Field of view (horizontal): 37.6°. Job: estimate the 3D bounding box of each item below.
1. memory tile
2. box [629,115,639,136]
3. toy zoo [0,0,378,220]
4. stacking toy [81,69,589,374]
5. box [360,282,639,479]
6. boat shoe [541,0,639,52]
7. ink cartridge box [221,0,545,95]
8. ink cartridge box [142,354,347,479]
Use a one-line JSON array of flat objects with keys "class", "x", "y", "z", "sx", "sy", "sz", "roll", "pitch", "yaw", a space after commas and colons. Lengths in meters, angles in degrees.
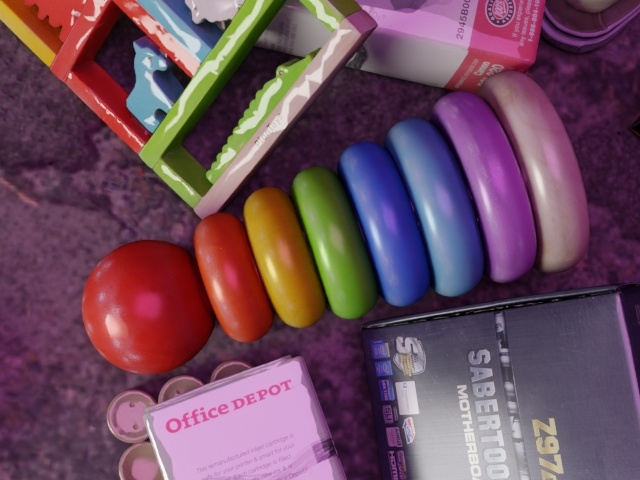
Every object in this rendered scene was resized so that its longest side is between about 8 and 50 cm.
[{"class": "memory tile", "x": -0.079, "y": 0.164, "z": 0.653, "sx": 0.113, "sy": 0.012, "sz": 0.148, "roll": -17, "pitch": 85, "yaw": -7}, {"class": "box", "x": 0.432, "y": -0.139, "z": 0.702, "sx": 0.257, "sy": 0.079, "sz": 0.322, "roll": 36, "pitch": 82, "yaw": 2}, {"class": "toy zoo", "x": -0.125, "y": -0.174, "z": 0.618, "sx": 0.293, "sy": 0.030, "sz": 0.192, "roll": 44, "pitch": 126, "yaw": 2}, {"class": "stacking toy", "x": 0.000, "y": 0.000, "z": 0.630, "sx": 0.330, "sy": 0.141, "sz": 0.141, "roll": -18, "pitch": 85, "yaw": -1}, {"class": "box", "x": 0.130, "y": 0.153, "z": 0.599, "sx": 0.183, "sy": 0.059, "sz": 0.233, "roll": -11, "pitch": 84, "yaw": 33}, {"class": "boat shoe", "x": 0.276, "y": -0.261, "z": 0.693, "sx": 0.109, "sy": 0.094, "sz": 0.302, "roll": 40, "pitch": 82, "yaw": 1}, {"class": "ink cartridge box", "x": 0.050, "y": -0.206, "z": 0.669, "sx": 0.218, "sy": 0.092, "sz": 0.158, "roll": 12, "pitch": 82, "yaw": -1}, {"class": "ink cartridge box", "x": -0.040, "y": 0.162, "z": 0.617, "sx": 0.109, "sy": 0.063, "sz": 0.150, "roll": -19, "pitch": 85, "yaw": -6}]
